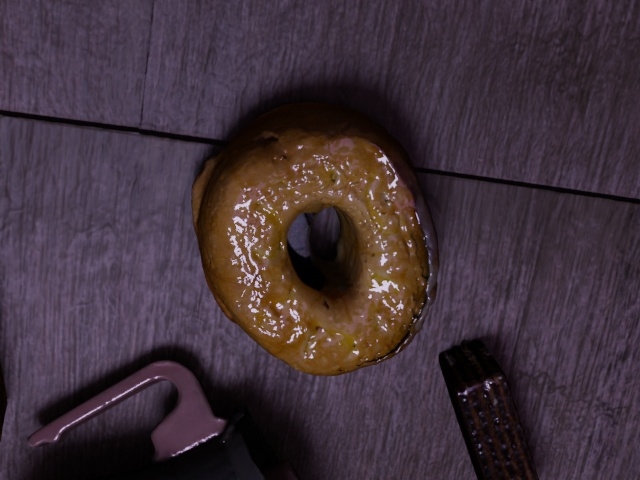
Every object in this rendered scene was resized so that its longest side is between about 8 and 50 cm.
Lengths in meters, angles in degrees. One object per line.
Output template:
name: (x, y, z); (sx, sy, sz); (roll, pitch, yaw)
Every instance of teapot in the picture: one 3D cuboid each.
teapot: (-0.196, 0.357, 1.026); (0.362, 0.305, 0.376); (-27, 80, -8)

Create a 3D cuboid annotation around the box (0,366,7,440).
box: (-0.512, 0.044, 0.925); (0.265, 0.116, 0.415); (-8, 108, -13)

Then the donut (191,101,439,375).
donut: (0.000, 0.000, 0.985); (0.317, 0.150, 0.299); (36, 97, -17)

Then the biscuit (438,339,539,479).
biscuit: (0.231, 0.265, 1.122); (0.070, 0.106, 0.252); (-20, 109, 0)
